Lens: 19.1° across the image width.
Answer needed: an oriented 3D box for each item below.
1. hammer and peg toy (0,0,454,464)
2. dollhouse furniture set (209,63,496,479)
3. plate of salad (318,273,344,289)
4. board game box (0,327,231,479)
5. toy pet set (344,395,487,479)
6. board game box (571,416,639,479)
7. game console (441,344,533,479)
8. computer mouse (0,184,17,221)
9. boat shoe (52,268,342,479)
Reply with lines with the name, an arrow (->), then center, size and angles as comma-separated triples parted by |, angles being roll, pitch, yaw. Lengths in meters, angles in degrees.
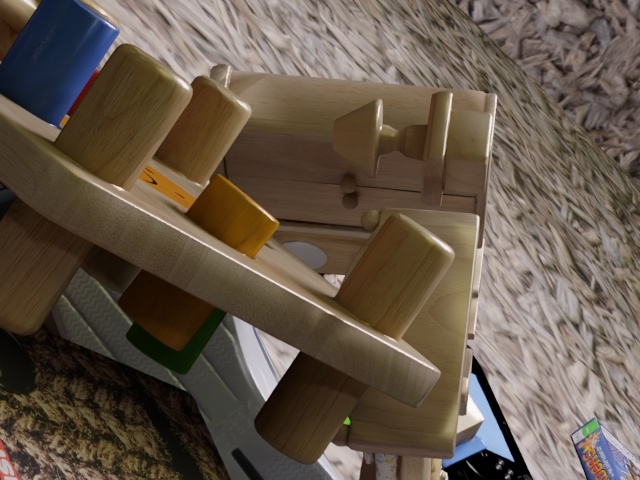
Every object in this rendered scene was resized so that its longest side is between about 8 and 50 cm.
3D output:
hammer and peg toy -> -0.126, -0.048, 0.919 | 0.266, 0.127, 0.361 | 30, 5, -44
dollhouse furniture set -> -0.002, 0.088, 1.091 | 0.303, 0.174, 0.355 | 86, 11, -57
plate of salad -> 0.000, 0.000, 1.667 | 0.200, 0.048, 0.200 | 47, 16, -17
board game box -> -0.146, 0.151, 0.756 | 0.291, 0.141, 0.232 | 30, 26, -53
toy pet set -> 0.066, 0.152, 1.506 | 0.122, 0.114, 0.065 | 58, -24, 21
board game box -> 0.354, 0.293, 2.029 | 0.201, 0.035, 0.136 | 43, 18, -29
game console -> 0.143, 0.199, 1.635 | 0.213, 0.044, 0.361 | 38, 20, -41
computer mouse -> -0.207, -0.087, 1.261 | 0.184, 0.060, 0.262 | 56, 16, 13
boat shoe -> -0.079, 0.090, 1.194 | 0.302, 0.109, 0.094 | 58, -2, -3
